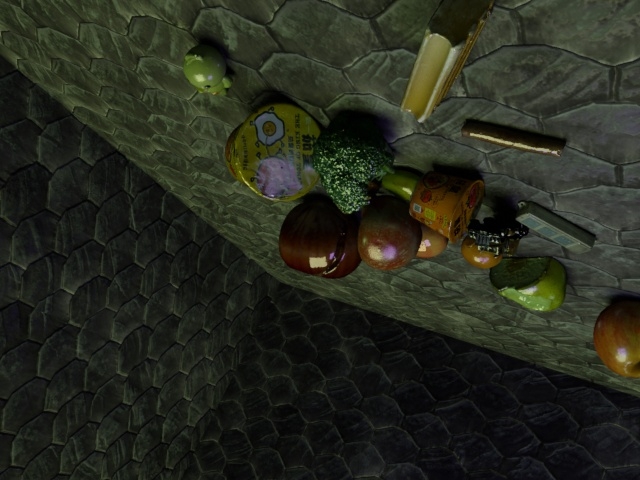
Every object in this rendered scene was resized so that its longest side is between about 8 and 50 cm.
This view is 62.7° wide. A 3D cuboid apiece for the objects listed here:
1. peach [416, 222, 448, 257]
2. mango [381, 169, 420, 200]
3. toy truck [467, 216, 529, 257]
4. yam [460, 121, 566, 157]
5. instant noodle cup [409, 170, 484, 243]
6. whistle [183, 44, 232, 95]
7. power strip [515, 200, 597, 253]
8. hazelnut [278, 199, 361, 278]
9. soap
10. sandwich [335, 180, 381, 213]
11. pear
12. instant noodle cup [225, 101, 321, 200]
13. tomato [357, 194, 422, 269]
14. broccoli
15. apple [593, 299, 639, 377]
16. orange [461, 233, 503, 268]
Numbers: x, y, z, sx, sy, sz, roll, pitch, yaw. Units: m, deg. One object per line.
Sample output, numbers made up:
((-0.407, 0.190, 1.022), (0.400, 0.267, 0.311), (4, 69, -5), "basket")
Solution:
((0.404, -0.018, 2.016), (0.184, 0.184, 0.184), (24, 163, 8), "peach")
((0.284, -0.191, 1.805), (0.163, 0.089, 0.117), (20, 168, 24), "mango")
((0.576, -0.010, 1.714), (0.127, 0.127, 0.257), (15, -171, 37), "toy truck")
((0.492, -0.263, 1.360), (0.264, 0.046, 0.046), (18, 161, 22), "yam")
((0.398, -0.120, 1.679), (0.172, 0.215, 0.216), (28, 166, 32), "instant noodle cup")
((-0.361, -0.519, 1.698), (0.141, 0.141, 0.294), (24, 164, 8), "whistle")
((0.738, -0.039, 1.655), (0.272, 0.052, 0.078), (28, 164, -4), "power strip")
((0.000, 0.000, 2.386), (0.409, 0.359, 0.359), (5, 155, 32), "hazelnut")
((0.260, -0.389, 1.109), (0.089, 0.173, 0.274), (32, 163, 8), "soap")
((0.114, -0.203, 1.964), (0.184, 0.109, 0.160), (51, 141, -6), "sandwich")
((0.818, 0.181, 2.028), (0.292, 0.159, 0.292), (22, 164, 6), "pear")
((-0.178, -0.303, 1.821), (0.326, 0.325, 0.254), (35, 171, -27), "instant noodle cup")
((0.250, -0.025, 1.866), (0.223, 0.270, 0.270), (7, 160, 8), "tomato")
((0.108, -0.247, 1.662), (0.275, 0.307, 0.308), (7, 176, -35), "broccoli")
((1.145, 0.369, 1.910), (0.302, 0.301, 0.301), (24, 163, 8), "apple")
((0.595, 0.029, 1.926), (0.155, 0.134, 0.154), (17, -159, -7), "orange")
